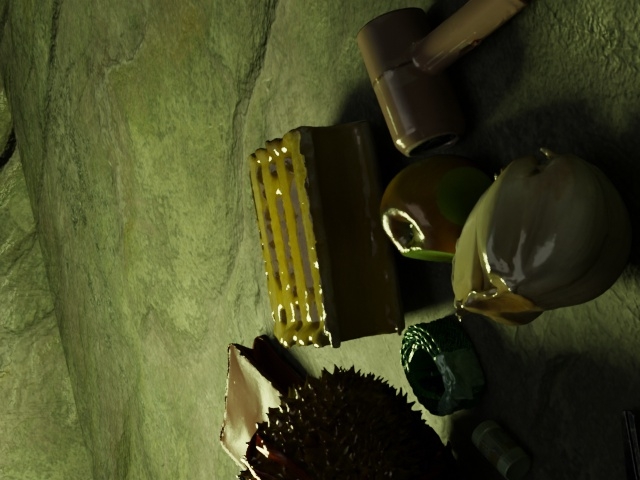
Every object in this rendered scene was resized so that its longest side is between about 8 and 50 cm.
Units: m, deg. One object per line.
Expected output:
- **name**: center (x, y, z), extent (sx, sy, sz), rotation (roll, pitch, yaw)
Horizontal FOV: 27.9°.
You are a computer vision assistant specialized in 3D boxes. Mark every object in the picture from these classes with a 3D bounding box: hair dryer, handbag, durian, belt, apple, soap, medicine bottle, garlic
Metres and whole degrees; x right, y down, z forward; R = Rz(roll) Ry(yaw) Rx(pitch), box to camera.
- **hair dryer**: center (0.184, -0.255, 1.670), extent (0.344, 0.107, 0.189), rotation (-36, 69, 54)
- **handbag**: center (-0.092, 0.342, 2.423), extent (0.275, 0.084, 0.260), rotation (43, 134, 47)
- **durian**: center (0.044, 0.373, 1.884), extent (0.347, 0.348, 0.384), rotation (-14, 92, 62)
- **belt**: center (0.169, 0.188, 1.870), extent (0.151, 0.079, 0.121), rotation (57, 145, 34)
- **apple**: center (0.161, -0.033, 1.728), extent (0.146, 0.147, 0.163), rotation (-38, 69, 61)
- **soap**: center (0.000, 0.000, 1.997), extent (0.293, 0.156, 0.335), rotation (155, 105, -74)
- **medicine bottle**: center (0.251, 0.292, 1.792), extent (0.083, 0.047, 0.047), rotation (45, 138, 45)
- **garlic**: center (0.268, -0.009, 1.527), extent (0.281, 0.185, 0.203), rotation (103, 175, -72)

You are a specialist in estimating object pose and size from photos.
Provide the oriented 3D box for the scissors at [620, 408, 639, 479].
- **scissors**: center (0.397, 0.360, 1.571), extent (0.160, 0.024, 0.317), rotation (4, 104, 63)
